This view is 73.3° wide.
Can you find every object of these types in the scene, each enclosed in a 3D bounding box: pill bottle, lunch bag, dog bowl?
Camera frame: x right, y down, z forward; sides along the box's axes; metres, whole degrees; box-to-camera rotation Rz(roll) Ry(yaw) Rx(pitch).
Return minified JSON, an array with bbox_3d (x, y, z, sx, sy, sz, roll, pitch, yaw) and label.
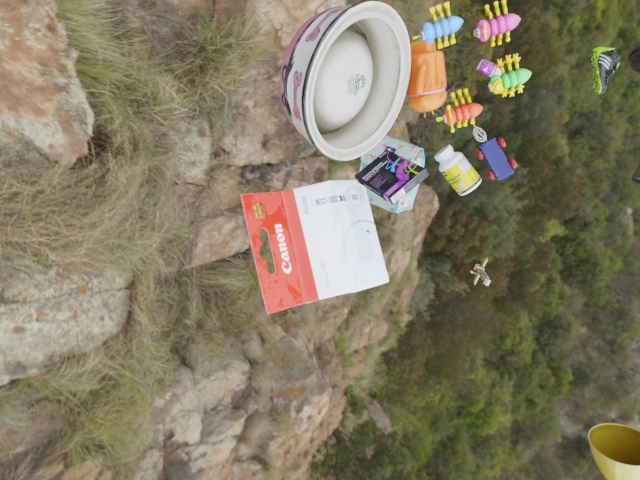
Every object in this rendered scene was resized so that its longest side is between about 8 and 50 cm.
[{"bbox_3d":[0.515,-0.268,1.626,0.103,0.103,0.184,-43,98,-15],"label":"pill bottle"},{"bbox_3d":[0.269,-0.265,1.665,0.160,0.223,0.263,-19,128,-44],"label":"lunch bag"},{"bbox_3d":[0.063,-0.433,1.175,0.407,0.150,0.409,-29,135,-33],"label":"dog bowl"}]

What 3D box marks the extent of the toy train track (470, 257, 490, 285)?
[{"bbox_3d":[0.252,0.052,0.679,0.083,0.014,0.048,-61,172,-74],"label":"toy train track"}]

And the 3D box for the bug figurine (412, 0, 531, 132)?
[{"bbox_3d":[0.336,-0.387,0.944,0.216,0.072,0.279,-17,116,17],"label":"bug figurine"}]

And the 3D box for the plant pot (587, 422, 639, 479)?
[{"bbox_3d":[0.688,0.501,0.980,0.134,0.134,0.096,-19,108,-32],"label":"plant pot"}]

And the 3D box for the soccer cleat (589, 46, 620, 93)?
[{"bbox_3d":[0.832,-0.501,1.254,0.060,0.072,0.179,59,40,-55],"label":"soccer cleat"}]

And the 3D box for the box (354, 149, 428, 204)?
[{"bbox_3d":[0.173,-0.162,1.074,0.116,0.162,0.029,-40,128,-6],"label":"box"}]

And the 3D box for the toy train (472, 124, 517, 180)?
[{"bbox_3d":[0.644,-0.357,1.631,0.248,0.105,0.143,59,27,-4],"label":"toy train"}]

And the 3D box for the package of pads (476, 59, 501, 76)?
[{"bbox_3d":[0.460,-0.463,1.163,0.083,0.050,0.032,-24,148,-53],"label":"package of pads"}]

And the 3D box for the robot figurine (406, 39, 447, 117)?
[{"bbox_3d":[0.319,-0.493,1.316,0.128,0.158,0.220,-14,106,-9],"label":"robot figurine"}]

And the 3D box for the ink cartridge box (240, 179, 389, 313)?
[{"bbox_3d":[0.000,0.000,1.138,0.384,0.091,0.309,-9,84,-43],"label":"ink cartridge box"}]

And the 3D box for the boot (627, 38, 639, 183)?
[{"bbox_3d":[0.986,-0.363,1.206,0.146,0.367,0.446,14,93,-15],"label":"boot"}]
